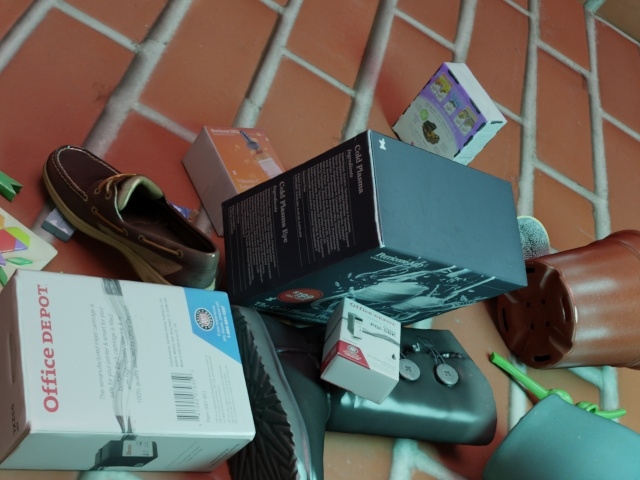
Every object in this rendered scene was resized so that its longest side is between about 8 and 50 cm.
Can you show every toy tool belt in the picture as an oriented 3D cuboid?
[{"bbox_3d":[-0.239,-0.044,1.727,0.083,0.051,0.052,20,41,-23],"label":"toy tool belt"}]

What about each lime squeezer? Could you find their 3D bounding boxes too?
[{"bbox_3d":[0.445,0.297,1.966,0.310,0.059,0.110,23,8,-19],"label":"lime squeezer"}]

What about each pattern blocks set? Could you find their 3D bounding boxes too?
[{"bbox_3d":[-0.466,0.018,1.496,0.285,0.026,0.325,28,38,-15],"label":"pattern blocks set"}]

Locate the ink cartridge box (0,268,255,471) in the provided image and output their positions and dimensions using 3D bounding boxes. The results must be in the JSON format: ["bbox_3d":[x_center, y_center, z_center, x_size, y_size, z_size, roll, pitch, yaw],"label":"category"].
[{"bbox_3d":[-0.263,0.175,1.410,0.307,0.129,0.223,9,53,-34],"label":"ink cartridge box"}]

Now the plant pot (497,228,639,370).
[{"bbox_3d":[0.490,0.124,2.016,0.265,0.272,0.272,-5,55,-32],"label":"plant pot"}]

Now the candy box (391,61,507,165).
[{"bbox_3d":[0.259,-0.237,2.218,0.070,0.196,0.165,-6,57,-44],"label":"candy box"}]

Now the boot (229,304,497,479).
[{"bbox_3d":[0.078,0.274,1.611,0.445,0.146,0.367,14,46,-36],"label":"boot"}]

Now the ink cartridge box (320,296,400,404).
[{"bbox_3d":[0.059,0.156,1.554,0.099,0.056,0.135,25,32,-11],"label":"ink cartridge box"}]

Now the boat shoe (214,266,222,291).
[{"bbox_3d":[-0.209,0.061,1.635,0.184,0.063,0.066,-17,64,-47],"label":"boat shoe"}]

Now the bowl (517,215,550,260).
[{"bbox_3d":[0.359,0.032,2.103,0.170,0.080,0.170,-7,101,-37],"label":"bowl"}]

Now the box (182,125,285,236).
[{"bbox_3d":[-0.134,-0.101,1.840,0.130,0.091,0.170,-3,54,-42],"label":"box"}]

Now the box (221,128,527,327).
[{"bbox_3d":[0.081,0.005,1.648,0.343,0.312,0.179,14,62,-43],"label":"box"}]

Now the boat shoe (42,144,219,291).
[{"bbox_3d":[-0.272,-0.050,1.582,0.342,0.123,0.123,43,43,23],"label":"boat shoe"}]

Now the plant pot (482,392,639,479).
[{"bbox_3d":[0.399,0.384,1.675,0.255,0.272,0.271,40,35,24],"label":"plant pot"}]
